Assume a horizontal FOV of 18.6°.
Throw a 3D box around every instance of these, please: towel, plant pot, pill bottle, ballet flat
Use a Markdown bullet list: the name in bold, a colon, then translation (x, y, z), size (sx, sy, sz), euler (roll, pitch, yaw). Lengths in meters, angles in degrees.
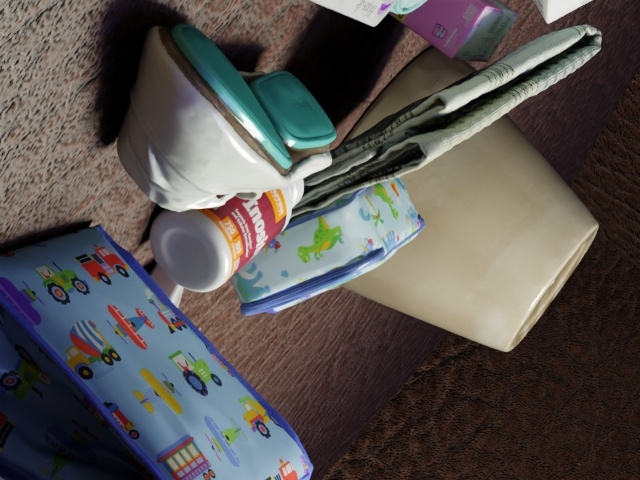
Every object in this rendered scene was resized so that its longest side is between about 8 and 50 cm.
- **towel**: translation (0.082, -0.112, 1.949), size (0.312, 0.056, 0.324), euler (-21, -171, 45)
- **plant pot**: translation (0.165, -0.025, 2.327), size (0.323, 0.280, 0.323), euler (-52, 169, -15)
- **pill bottle**: translation (-0.081, -0.024, 1.788), size (0.152, 0.086, 0.086), euler (-43, 165, -45)
- **ballet flat**: translation (-0.085, -0.076, 1.546), size (0.139, 0.139, 0.400), euler (-55, 170, 7)

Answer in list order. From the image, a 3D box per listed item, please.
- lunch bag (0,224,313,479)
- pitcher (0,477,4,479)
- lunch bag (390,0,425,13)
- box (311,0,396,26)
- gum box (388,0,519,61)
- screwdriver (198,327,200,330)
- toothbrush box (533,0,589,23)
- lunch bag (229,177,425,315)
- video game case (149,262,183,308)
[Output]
- **lunch bag**: translation (-0.137, 0.135, 1.489), size (0.138, 0.293, 0.221), euler (-57, 168, 18)
- **pitcher**: translation (-0.332, 0.283, 1.621), size (0.178, 0.125, 0.207), euler (-33, 148, -44)
- **lunch bag**: translation (0.118, -0.323, 1.630), size (0.279, 0.108, 0.224), euler (-41, 164, -49)
- **box**: translation (-0.002, -0.207, 1.384), size (0.063, 0.067, 0.324), euler (-50, 170, 10)
- **gum box**: translation (0.124, -0.233, 1.947), size (0.062, 0.107, 0.188), euler (-56, 169, 12)
- **screwdriver**: translation (-0.167, 0.167, 2.202), size (0.025, 0.024, 0.170), euler (11, 117, -45)
- **toothbrush box**: translation (0.305, -0.367, 2.059), size (0.216, 0.126, 0.295), euler (-29, 167, 0)
- **lunch bag**: translation (0.000, 0.000, 2.033), size (0.176, 0.090, 0.219), euler (-22, -174, 21)
- **video game case**: translation (-0.210, 0.223, 1.807), size (0.329, 0.036, 0.300), euler (-67, 176, -52)
